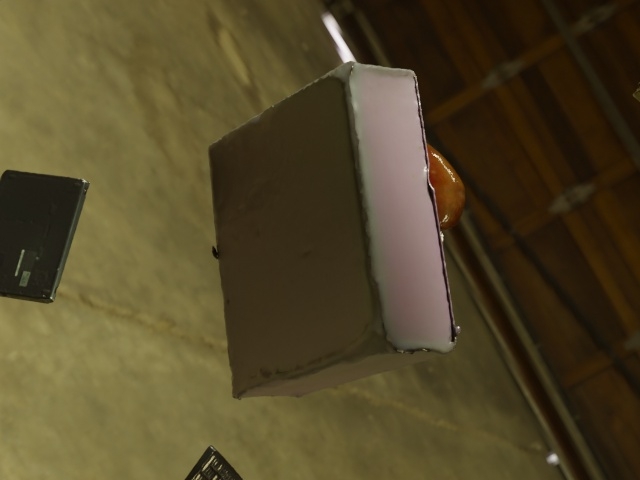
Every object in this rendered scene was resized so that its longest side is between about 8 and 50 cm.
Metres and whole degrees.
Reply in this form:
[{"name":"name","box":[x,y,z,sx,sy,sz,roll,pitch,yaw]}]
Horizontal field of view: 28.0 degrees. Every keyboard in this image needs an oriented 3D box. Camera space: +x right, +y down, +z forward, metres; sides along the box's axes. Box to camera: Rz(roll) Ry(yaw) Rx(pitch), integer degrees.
[{"name":"keyboard","box":[-0.142,0.334,1.652,0.018,0.101,0.309,35,-14,16]}]

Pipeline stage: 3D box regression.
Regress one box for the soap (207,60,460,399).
[{"name":"soap","box":[0.000,0.000,1.321,0.107,0.285,0.296,1,77,-35]}]

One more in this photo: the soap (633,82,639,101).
[{"name":"soap","box":[0.547,-0.211,1.755,0.233,0.135,0.076,159,-79,-68]}]

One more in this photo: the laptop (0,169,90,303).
[{"name":"laptop","box":[-0.453,-0.010,1.980,0.026,0.154,0.207,68,33,-66]}]

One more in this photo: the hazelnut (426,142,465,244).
[{"name":"hazelnut","box":[0.083,-0.041,1.833,0.217,0.251,0.217,31,25,-16]}]
